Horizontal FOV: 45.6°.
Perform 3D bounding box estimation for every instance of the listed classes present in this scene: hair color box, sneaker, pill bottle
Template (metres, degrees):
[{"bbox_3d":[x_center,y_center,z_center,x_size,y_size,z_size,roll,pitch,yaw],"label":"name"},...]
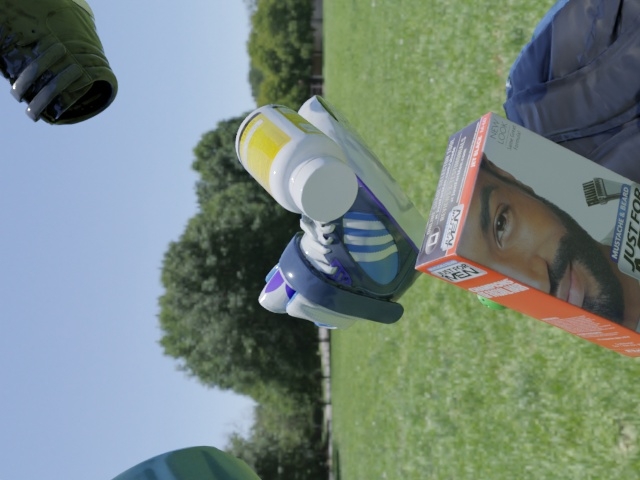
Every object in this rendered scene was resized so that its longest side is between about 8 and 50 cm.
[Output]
[{"bbox_3d":[0.150,0.001,0.464,0.053,0.167,0.093,150,139,-68],"label":"hair color box"},{"bbox_3d":[-0.308,-0.196,0.735,0.147,0.104,0.295,59,-157,17],"label":"sneaker"},{"bbox_3d":[0.000,0.000,0.942,0.323,0.236,0.130,46,-170,-44],"label":"sneaker"},{"bbox_3d":[-0.018,-0.060,0.598,0.116,0.065,0.065,-134,39,-52],"label":"pill bottle"}]

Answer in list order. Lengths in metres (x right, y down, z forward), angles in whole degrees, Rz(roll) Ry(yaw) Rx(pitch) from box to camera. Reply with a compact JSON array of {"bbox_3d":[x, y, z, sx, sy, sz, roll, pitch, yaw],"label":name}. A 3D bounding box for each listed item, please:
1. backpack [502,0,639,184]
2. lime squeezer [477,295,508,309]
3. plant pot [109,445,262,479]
[{"bbox_3d":[0.333,-0.148,0.729,0.290,0.273,0.355,50,150,2],"label":"backpack"},{"bbox_3d":[0.241,0.025,0.923,0.110,0.059,0.310,-56,-10,29],"label":"lime squeezer"},{"bbox_3d":[-0.092,0.404,0.738,0.334,0.341,0.341,40,140,43],"label":"plant pot"}]
